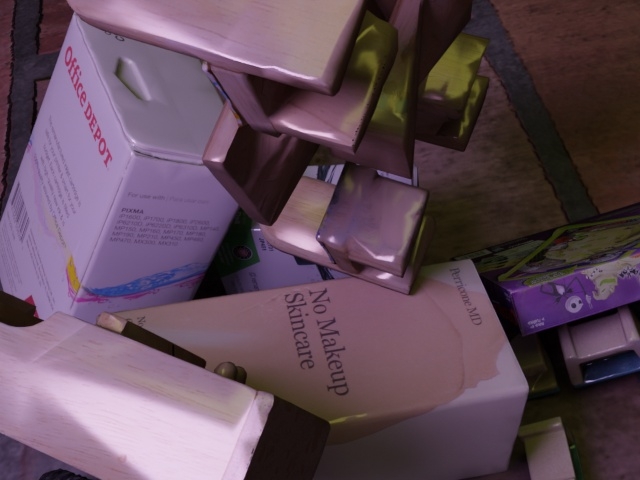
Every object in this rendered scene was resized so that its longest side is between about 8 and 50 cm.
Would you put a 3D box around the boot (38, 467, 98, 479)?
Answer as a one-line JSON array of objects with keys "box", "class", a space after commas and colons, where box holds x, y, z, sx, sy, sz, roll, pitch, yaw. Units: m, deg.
[{"box": [-0.154, 0.345, 0.647, 0.348, 0.131, 0.260, 23, 56, 21], "class": "boot"}]

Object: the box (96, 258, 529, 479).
[{"box": [-0.011, 0.123, 0.677, 0.311, 0.121, 0.148, -9, 46, -9], "class": "box"}]

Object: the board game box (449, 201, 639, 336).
[{"box": [0.317, 0.001, 0.817, 0.347, 0.208, 0.056, -16, 94, -3], "class": "board game box"}]

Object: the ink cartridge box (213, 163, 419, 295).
[{"box": [0.000, 0.000, 0.880, 0.209, 0.153, 0.086, -3, 52, 8], "class": "ink cartridge box"}]

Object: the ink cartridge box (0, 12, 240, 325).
[{"box": [-0.206, -0.027, 0.833, 0.131, 0.306, 0.226, 6, 40, -37], "class": "ink cartridge box"}]

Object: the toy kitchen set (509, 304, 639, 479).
[{"box": [0.286, 0.156, 0.760, 0.207, 0.122, 0.166, -20, 49, 19], "class": "toy kitchen set"}]

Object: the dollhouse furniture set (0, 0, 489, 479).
[{"box": [-0.074, -0.058, 0.538, 0.257, 0.362, 0.394, 18, 78, 16], "class": "dollhouse furniture set"}]
